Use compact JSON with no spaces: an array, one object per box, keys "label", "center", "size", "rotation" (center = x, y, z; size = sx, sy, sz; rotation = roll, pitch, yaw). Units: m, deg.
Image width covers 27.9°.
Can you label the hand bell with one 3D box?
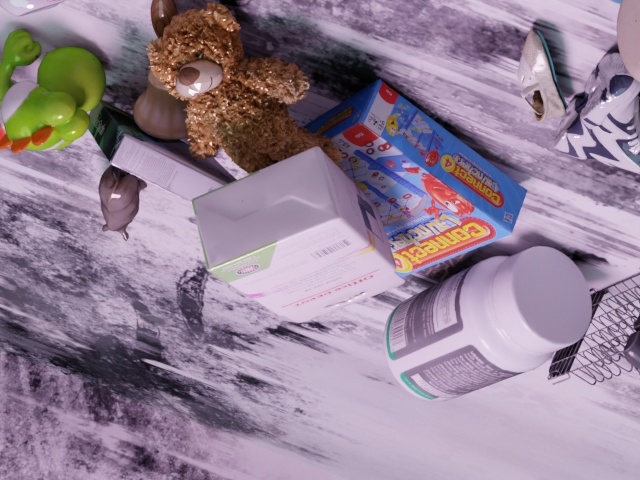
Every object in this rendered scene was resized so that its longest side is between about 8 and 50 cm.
[{"label":"hand bell","center":[-0.227,-0.279,1.913],"size":[0.126,0.126,0.242],"rotation":[14,140,11]}]

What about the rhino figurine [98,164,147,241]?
[{"label":"rhino figurine","center":[-0.365,-0.073,2.362],"size":[0.073,0.106,0.243],"rotation":[19,154,1]}]

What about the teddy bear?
[{"label":"teddy bear","center":[-0.111,-0.177,1.858],"size":[0.245,0.113,0.338],"rotation":[7,141,33]}]

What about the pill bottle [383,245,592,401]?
[{"label":"pill bottle","center":[0.284,0.145,2.222],"size":[0.204,0.204,0.361],"rotation":[30,149,-20]}]

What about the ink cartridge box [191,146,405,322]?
[{"label":"ink cartridge box","center":[-0.021,0.004,1.907],"size":[0.207,0.119,0.353],"rotation":[-22,158,12]}]

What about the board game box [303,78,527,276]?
[{"label":"board game box","center":[0.108,-0.085,2.018],"size":[0.302,0.086,0.308],"rotation":[34,150,-19]}]

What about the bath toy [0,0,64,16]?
[{"label":"bath toy","center":[-0.317,-0.395,1.695],"size":[0.348,0.151,0.129],"rotation":[-9,104,48]}]

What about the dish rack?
[{"label":"dish rack","center":[0.486,0.147,2.110],"size":[0.074,0.208,0.271],"rotation":[38,151,-10]}]

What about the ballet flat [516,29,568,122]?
[{"label":"ballet flat","center":[0.288,-0.210,1.702],"size":[0.052,0.057,0.168],"rotation":[-26,141,7]}]

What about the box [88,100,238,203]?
[{"label":"box","center":[-0.243,-0.127,2.041],"size":[0.232,0.058,0.322],"rotation":[27,-175,-23]}]

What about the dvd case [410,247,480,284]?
[{"label":"dvd case","center":[0.178,0.011,2.256],"size":[0.164,0.018,0.221],"rotation":[22,154,-5]}]

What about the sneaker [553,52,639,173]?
[{"label":"sneaker","center":[0.414,-0.156,1.689],"size":[0.153,0.094,0.235],"rotation":[19,154,-3]}]

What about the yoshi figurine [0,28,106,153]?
[{"label":"yoshi figurine","center":[-0.472,-0.236,2.091],"size":[0.362,0.203,0.203],"rotation":[9,-176,43]}]

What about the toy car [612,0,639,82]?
[{"label":"toy car","center":[0.458,-0.263,1.399],"size":[0.238,0.219,0.210],"rotation":[-8,154,-9]}]
